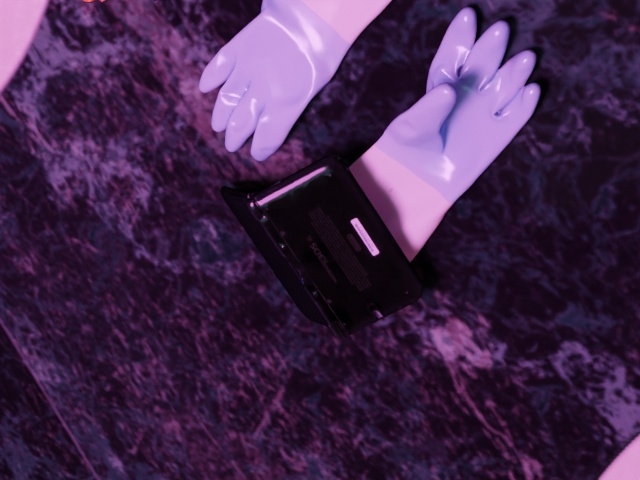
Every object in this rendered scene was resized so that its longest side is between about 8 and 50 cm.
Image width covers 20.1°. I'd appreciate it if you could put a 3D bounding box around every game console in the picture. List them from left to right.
[{"bbox_3d":[0.000,0.000,1.259,0.107,0.071,0.122,-28,110,17],"label":"game console"}]

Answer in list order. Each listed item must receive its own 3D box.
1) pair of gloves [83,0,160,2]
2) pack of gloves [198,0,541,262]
[{"bbox_3d":[-0.138,-0.198,1.235,0.083,0.010,0.074,3,118,26],"label":"pair of gloves"},{"bbox_3d":[0.021,-0.092,1.186,0.195,0.046,0.232,39,130,2],"label":"pack of gloves"}]
